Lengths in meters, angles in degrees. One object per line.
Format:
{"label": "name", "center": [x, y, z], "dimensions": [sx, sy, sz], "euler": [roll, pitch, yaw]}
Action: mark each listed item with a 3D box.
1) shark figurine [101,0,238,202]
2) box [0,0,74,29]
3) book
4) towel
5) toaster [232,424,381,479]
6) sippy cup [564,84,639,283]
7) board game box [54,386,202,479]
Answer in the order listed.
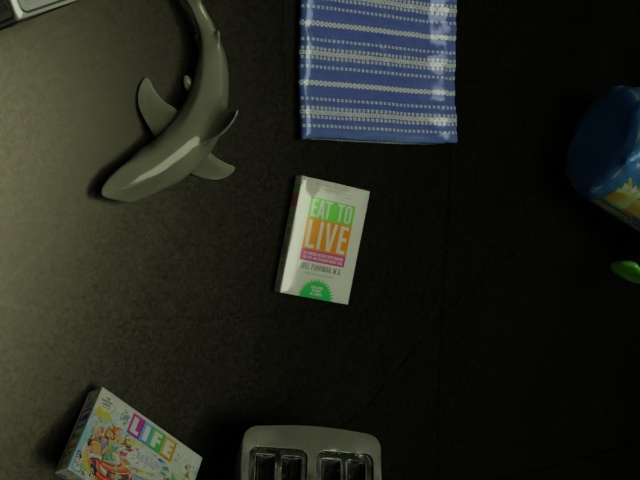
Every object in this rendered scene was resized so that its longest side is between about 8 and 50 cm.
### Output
{"label": "shark figurine", "center": [-0.128, -0.166, 1.183], "dimensions": [0.166, 0.116, 0.278], "euler": [13, 87, -35]}
{"label": "box", "center": [-0.327, -0.346, 1.008], "dimensions": [0.087, 0.169, 0.289], "euler": [-29, 106, -29]}
{"label": "book", "center": [0.000, 0.000, 1.324], "dimensions": [0.096, 0.035, 0.144], "euler": [12, 87, -29]}
{"label": "towel", "center": [0.081, -0.290, 1.358], "dimensions": [0.243, 0.040, 0.335], "euler": [-1, 93, -33]}
{"label": "toaster", "center": [-0.015, 0.300, 1.224], "dimensions": [0.168, 0.110, 0.185], "euler": [6, 56, -7]}
{"label": "sippy cup", "center": [0.483, -0.107, 1.535], "dimensions": [0.224, 0.240, 0.305], "euler": [19, 42, -22]}
{"label": "board game box", "center": [-0.205, 0.245, 1.173], "dimensions": [0.154, 0.026, 0.103], "euler": [42, 44, -28]}
